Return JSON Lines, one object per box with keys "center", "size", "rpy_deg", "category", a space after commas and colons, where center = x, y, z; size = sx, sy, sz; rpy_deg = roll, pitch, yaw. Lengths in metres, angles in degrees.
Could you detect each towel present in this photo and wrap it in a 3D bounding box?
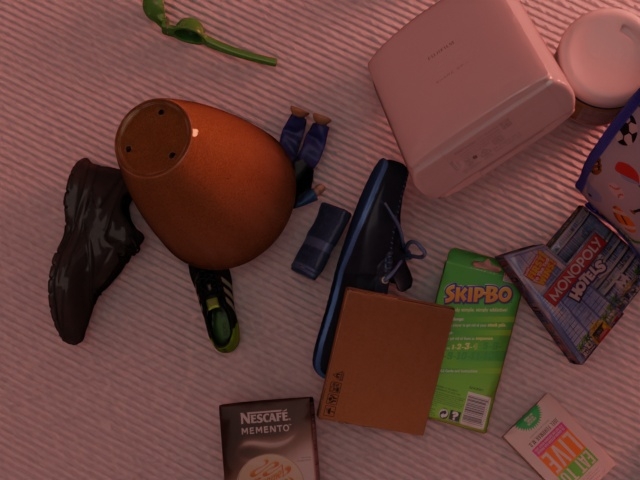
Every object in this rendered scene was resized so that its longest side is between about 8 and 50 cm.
{"center": [0.000, 0.000, 1.967], "size": [0.029, 0.067, 0.119], "rpy_deg": [31, 86, -30], "category": "towel"}

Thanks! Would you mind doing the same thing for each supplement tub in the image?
{"center": [0.411, -0.248, 1.898], "size": [0.144, 0.199, 0.144], "rpy_deg": [0, 84, 4], "category": "supplement tub"}

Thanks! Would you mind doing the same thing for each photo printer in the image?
{"center": [0.207, -0.237, 1.883], "size": [0.256, 0.107, 0.307], "rpy_deg": [-33, 42, 16], "category": "photo printer"}

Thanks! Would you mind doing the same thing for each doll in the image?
{"center": [-0.050, -0.110, 1.992], "size": [0.129, 0.046, 0.189], "rpy_deg": [19, 89, 11], "category": "doll"}

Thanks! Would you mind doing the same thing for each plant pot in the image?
{"center": [-0.188, -0.102, 1.867], "size": [0.237, 0.254, 0.237], "rpy_deg": [-5, 73, 17], "category": "plant pot"}

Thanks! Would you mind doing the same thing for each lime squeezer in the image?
{"center": [-0.208, -0.357, 2.036], "size": [0.110, 0.059, 0.310], "rpy_deg": [-37, 80, -31], "category": "lime squeezer"}

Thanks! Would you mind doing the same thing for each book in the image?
{"center": [0.355, 0.312, 1.928], "size": [0.096, 0.035, 0.144], "rpy_deg": [-44, 81, -5], "category": "book"}

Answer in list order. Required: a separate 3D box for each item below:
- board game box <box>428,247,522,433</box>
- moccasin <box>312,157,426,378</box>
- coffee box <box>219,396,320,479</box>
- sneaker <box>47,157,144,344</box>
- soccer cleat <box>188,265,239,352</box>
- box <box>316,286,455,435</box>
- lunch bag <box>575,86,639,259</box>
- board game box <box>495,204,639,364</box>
{"center": [0.221, 0.149, 1.951], "size": [0.124, 0.039, 0.259], "rpy_deg": [15, 87, 4], "category": "board game box"}
{"center": [0.083, 0.049, 1.938], "size": [0.117, 0.138, 0.342], "rpy_deg": [16, 100, -3], "category": "moccasin"}
{"center": [-0.071, 0.359, 1.915], "size": [0.141, 0.098, 0.246], "rpy_deg": [-6, 83, 3], "category": "coffee box"}
{"center": [-0.339, 0.020, 1.972], "size": [0.130, 0.109, 0.286], "rpy_deg": [10, 86, -1], "category": "sneaker"}
{"center": [-0.161, 0.083, 1.964], "size": [0.060, 0.072, 0.178], "rpy_deg": [-17, 83, 2], "category": "soccer cleat"}
{"center": [0.095, 0.179, 1.889], "size": [0.164, 0.021, 0.201], "rpy_deg": [11, 101, -10], "category": "box"}
{"center": [0.556, -0.086, 1.773], "size": [0.239, 0.385, 0.328], "rpy_deg": [-30, 69, -38], "category": "lunch bag"}
{"center": [0.368, 0.049, 1.918], "size": [0.194, 0.060, 0.194], "rpy_deg": [40, 84, -4], "category": "board game box"}
